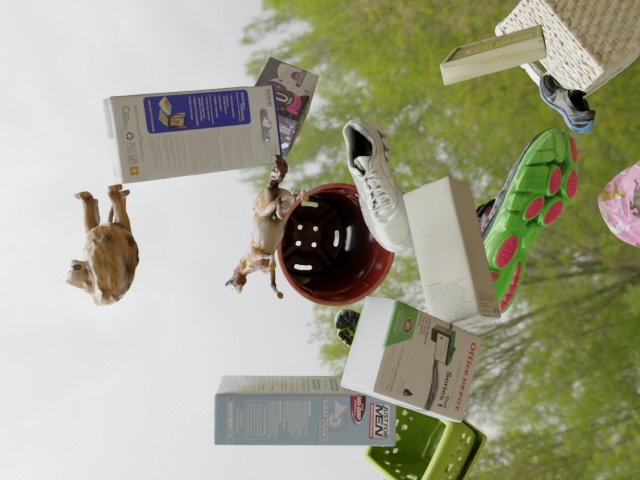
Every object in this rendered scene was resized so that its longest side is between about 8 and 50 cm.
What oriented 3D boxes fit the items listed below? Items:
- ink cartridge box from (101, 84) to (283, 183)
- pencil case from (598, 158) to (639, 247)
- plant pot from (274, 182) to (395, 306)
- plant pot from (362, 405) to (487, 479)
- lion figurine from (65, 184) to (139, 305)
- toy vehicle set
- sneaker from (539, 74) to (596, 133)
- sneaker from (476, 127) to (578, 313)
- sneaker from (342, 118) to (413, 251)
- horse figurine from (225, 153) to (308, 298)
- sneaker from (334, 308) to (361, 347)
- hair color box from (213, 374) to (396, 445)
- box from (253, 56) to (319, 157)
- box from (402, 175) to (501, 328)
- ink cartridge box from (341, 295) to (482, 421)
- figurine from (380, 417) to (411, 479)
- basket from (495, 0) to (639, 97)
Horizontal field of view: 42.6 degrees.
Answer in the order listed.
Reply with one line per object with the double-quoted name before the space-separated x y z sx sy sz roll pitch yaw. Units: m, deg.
"ink cartridge box" -0.261 -0.227 1.726 0.371 0.069 0.175 -10 -82 -28
"pencil case" 0.710 -0.137 1.581 0.160 0.386 0.167 23 -131 -11
"plant pot" 0.000 0.000 1.906 0.272 0.272 0.265 57 169 -13
"plant pot" 0.287 0.539 2.152 0.207 0.227 0.228 23 -176 -40
"lion figurine" -0.455 0.010 1.791 0.392 0.142 0.240 -145 43 -87
"toy vehicle set" 0.306 -0.327 1.426 0.267 0.166 0.035 -52 -53 -66
"sneaker" 0.575 -0.326 1.892 0.067 0.078 0.188 -9 -132 -24
"sneaker" 0.425 -0.055 1.915 0.185 0.482 0.202 22 -167 -33
"sneaker" 0.111 -0.114 1.673 0.292 0.110 0.118 71 -165 11
"horse figurine" -0.088 -0.018 1.406 0.066 0.263 0.174 9 -172 -23
"sneaker" 0.182 0.342 2.687 0.343 0.134 0.146 48 -177 -11
"hair color box" -0.034 0.363 1.764 0.185 0.375 0.113 -121 31 -86
"box" -0.118 -0.382 2.332 0.163 0.142 0.247 20 -134 -1
"box" 0.248 0.027 1.556 0.094 0.113 0.275 13 -118 -51
"ink cartridge box" 0.161 0.206 1.403 0.219 0.093 0.160 24 -104 -33
"figurine" 0.240 0.593 2.325 0.092 0.215 0.209 -174 67 -72
"basket" 0.739 -0.608 2.309 0.328 0.331 0.266 53 166 6
